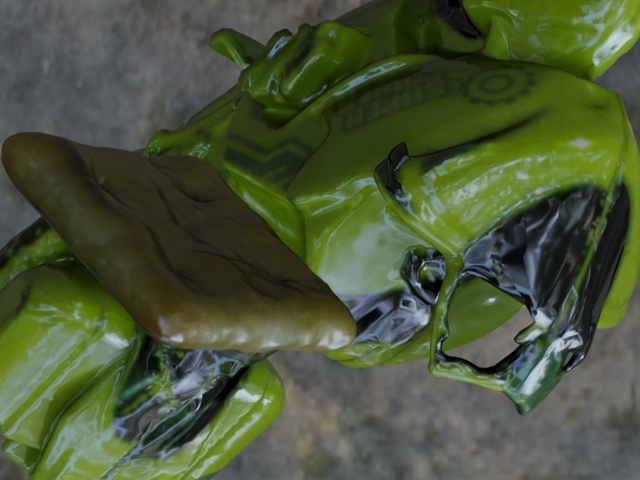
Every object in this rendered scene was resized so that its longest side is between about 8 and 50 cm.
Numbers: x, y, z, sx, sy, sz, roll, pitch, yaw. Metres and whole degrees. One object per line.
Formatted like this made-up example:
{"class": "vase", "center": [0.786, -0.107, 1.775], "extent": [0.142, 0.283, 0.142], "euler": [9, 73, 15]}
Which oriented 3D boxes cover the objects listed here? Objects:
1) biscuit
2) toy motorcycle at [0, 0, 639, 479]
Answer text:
{"class": "biscuit", "center": [-0.037, 0.001, 0.530], "extent": [0.081, 0.083, 0.018], "euler": [7, 122, -51]}
{"class": "toy motorcycle", "center": [0.002, 0.001, 0.758], "extent": [0.342, 0.206, 0.142], "euler": [-34, 129, 30]}
